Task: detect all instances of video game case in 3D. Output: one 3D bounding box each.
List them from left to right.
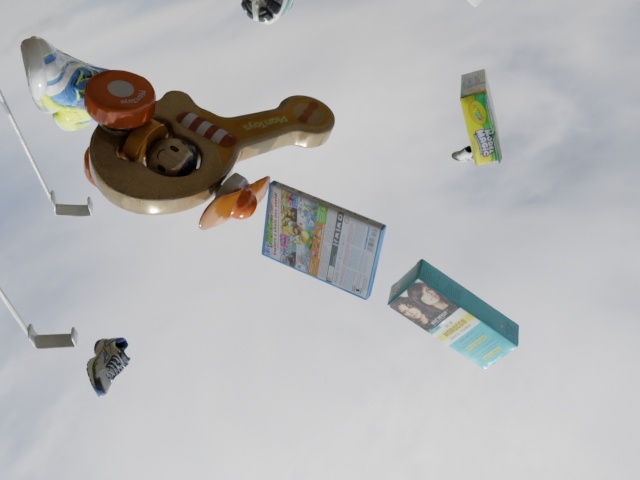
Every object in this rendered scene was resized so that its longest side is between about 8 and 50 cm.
[{"bbox_3d":[0.000,0.000,0.979,0.166,0.119,0.015,23,-143,18],"label":"video game case"}]

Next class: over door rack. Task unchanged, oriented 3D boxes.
[{"bbox_3d":[-0.400,-0.028,0.906,0.108,0.324,0.239,-8,-122,6],"label":"over door rack"}]

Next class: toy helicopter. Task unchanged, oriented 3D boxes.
[{"bbox_3d":[-0.118,-0.118,0.958,0.355,0.140,0.235,-21,-123,-33],"label":"toy helicopter"}]

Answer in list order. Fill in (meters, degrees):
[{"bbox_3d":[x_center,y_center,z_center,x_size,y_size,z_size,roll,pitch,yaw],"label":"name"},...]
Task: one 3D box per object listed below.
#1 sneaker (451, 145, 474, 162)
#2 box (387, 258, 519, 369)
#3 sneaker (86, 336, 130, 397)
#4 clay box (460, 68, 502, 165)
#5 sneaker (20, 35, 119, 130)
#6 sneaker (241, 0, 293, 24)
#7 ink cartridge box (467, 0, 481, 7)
[{"bbox_3d":[0.389,-0.235,1.960,0.109,0.043,0.040,4,-128,54],"label":"sneaker"},{"bbox_3d":[0.257,0.144,1.419,0.100,0.244,0.060,-48,-166,38],"label":"box"},{"bbox_3d":[-0.348,0.202,1.221,0.058,0.052,0.135,-16,-148,2],"label":"sneaker"},{"bbox_3d":[0.290,-0.223,1.338,0.053,0.127,0.222,-12,-159,17],"label":"clay box"},{"bbox_3d":[-0.304,-0.209,0.958,0.126,0.091,0.240,-12,179,-9],"label":"sneaker"},{"bbox_3d":[-0.060,-0.472,1.124,0.107,0.275,0.110,24,-151,14],"label":"sneaker"},{"bbox_3d":[0.229,-0.424,0.952,0.212,0.093,0.154,-45,166,20],"label":"ink cartridge box"}]
